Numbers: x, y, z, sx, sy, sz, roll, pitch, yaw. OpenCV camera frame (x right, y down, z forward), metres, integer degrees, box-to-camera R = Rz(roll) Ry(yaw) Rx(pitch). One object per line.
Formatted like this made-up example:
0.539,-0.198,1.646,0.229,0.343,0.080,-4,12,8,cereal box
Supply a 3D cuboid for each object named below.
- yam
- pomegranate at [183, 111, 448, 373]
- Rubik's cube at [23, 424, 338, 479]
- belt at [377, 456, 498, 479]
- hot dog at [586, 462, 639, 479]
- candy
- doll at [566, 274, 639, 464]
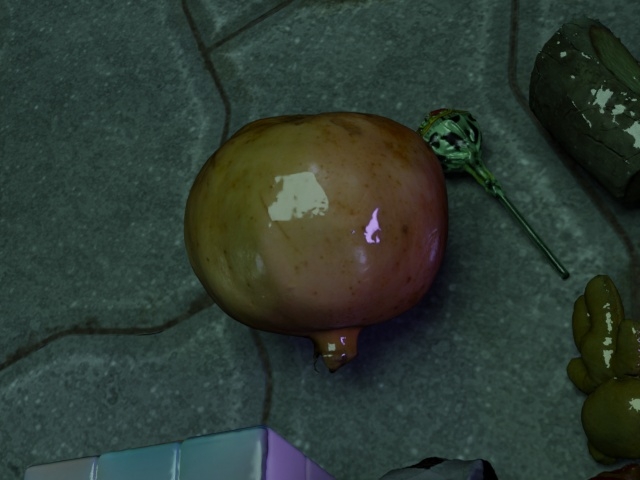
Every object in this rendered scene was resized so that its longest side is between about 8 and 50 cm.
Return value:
0.370,-0.156,1.128,0.154,0.154,0.254,-33,58,4,yam
0.000,0.000,1.118,0.338,0.338,0.338,-12,57,19,pomegranate
-0.125,0.391,0.938,0.290,0.291,0.291,-12,58,18,Rubik's cube
0.107,0.366,0.916,0.164,0.184,0.289,-11,52,25,belt
0.240,0.365,0.768,0.185,0.223,0.405,-19,34,41,hot dog
0.228,-0.061,1.189,0.091,0.083,0.305,-33,61,2,candy
0.337,0.142,0.995,0.097,0.137,0.209,8,60,-20,doll
